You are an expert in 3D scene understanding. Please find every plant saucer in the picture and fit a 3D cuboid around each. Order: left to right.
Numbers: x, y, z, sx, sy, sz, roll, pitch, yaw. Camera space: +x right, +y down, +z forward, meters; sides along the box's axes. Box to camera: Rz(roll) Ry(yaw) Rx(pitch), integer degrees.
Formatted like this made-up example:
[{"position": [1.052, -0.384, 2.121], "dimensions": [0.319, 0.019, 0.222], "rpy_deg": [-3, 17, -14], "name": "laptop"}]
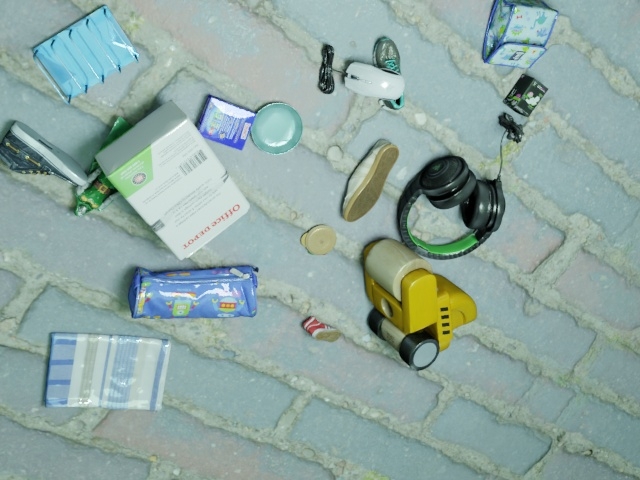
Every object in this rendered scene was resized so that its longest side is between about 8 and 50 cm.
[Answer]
[{"position": [-0.099, -0.253, 1.587], "dimensions": [0.119, 0.021, 0.119], "rpy_deg": [-7, 116, -14], "name": "plant saucer"}]

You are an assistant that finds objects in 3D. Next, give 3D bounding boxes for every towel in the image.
[{"position": [-0.515, 0.324, 1.712], "dimensions": [0.285, 0.034, 0.209], "rpy_deg": [8, 110, -20], "name": "towel"}]

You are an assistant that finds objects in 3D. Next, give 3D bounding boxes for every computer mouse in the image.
[{"position": [0.090, -0.357, 1.545], "dimensions": [0.193, 0.042, 0.106], "rpy_deg": [15, 111, 8], "name": "computer mouse"}]

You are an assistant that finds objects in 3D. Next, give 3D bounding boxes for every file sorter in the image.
[{"position": [-0.459, -0.361, 1.382], "dimensions": [0.170, 0.104, 0.118], "rpy_deg": [-32, 118, -1], "name": "file sorter"}]

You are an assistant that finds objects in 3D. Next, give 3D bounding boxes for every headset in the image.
[{"position": [0.355, -0.131, 1.742], "dimensions": [0.243, 0.185, 0.394], "rpy_deg": [28, 118, -22], "name": "headset"}]

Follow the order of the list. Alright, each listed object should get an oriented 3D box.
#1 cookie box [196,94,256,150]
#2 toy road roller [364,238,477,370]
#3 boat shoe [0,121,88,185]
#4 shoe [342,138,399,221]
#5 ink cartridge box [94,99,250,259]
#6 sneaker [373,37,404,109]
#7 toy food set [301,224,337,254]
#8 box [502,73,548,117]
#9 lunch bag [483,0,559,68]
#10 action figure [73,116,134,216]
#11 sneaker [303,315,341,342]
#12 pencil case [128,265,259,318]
[{"position": [-0.207, -0.257, 1.541], "dimensions": [0.107, 0.040, 0.091], "rpy_deg": [18, 107, -23], "name": "cookie box"}, {"position": [0.260, 0.138, 1.781], "dimensions": [0.241, 0.202, 0.329], "rpy_deg": [-23, 124, -20], "name": "toy road roller"}, {"position": [-0.576, -0.157, 1.457], "dimensions": [0.183, 0.065, 0.083], "rpy_deg": [40, 102, -13], "name": "boat shoe"}, {"position": [0.113, -0.143, 1.689], "dimensions": [0.077, 0.058, 0.219], "rpy_deg": [14, 114, -43], "name": "shoe"}, {"position": [-0.304, -0.122, 1.485], "dimensions": [0.198, 0.115, 0.273], "rpy_deg": [-38, 133, -7], "name": "ink cartridge box"}, {"position": [0.164, -0.370, 1.585], "dimensions": [0.065, 0.076, 0.166], "rpy_deg": [-17, 117, -10], "name": "sneaker"}, {"position": [0.000, 0.000, 1.732], "dimensions": [0.083, 0.020, 0.082], "rpy_deg": [-40, 119, 3], "name": "toy food set"}, {"position": [0.495, -0.351, 1.703], "dimensions": [0.052, 0.062, 0.083], "rpy_deg": [29, 103, -24], "name": "box"}, {"position": [0.455, -0.473, 1.624], "dimensions": [0.129, 0.096, 0.151], "rpy_deg": [1, 127, -20], "name": "lunch bag"}, {"position": [-0.450, -0.137, 1.513], "dimensions": [0.232, 0.063, 0.137], "rpy_deg": [-46, 121, 10], "name": "action figure"}, {"position": [0.002, 0.230, 1.830], "dimensions": [0.118, 0.067, 0.042], "rpy_deg": [18, 107, -55], "name": "sneaker"}, {"position": [-0.289, 0.119, 1.638], "dimensions": [0.306, 0.119, 0.133], "rpy_deg": [0, 137, -18], "name": "pencil case"}]
